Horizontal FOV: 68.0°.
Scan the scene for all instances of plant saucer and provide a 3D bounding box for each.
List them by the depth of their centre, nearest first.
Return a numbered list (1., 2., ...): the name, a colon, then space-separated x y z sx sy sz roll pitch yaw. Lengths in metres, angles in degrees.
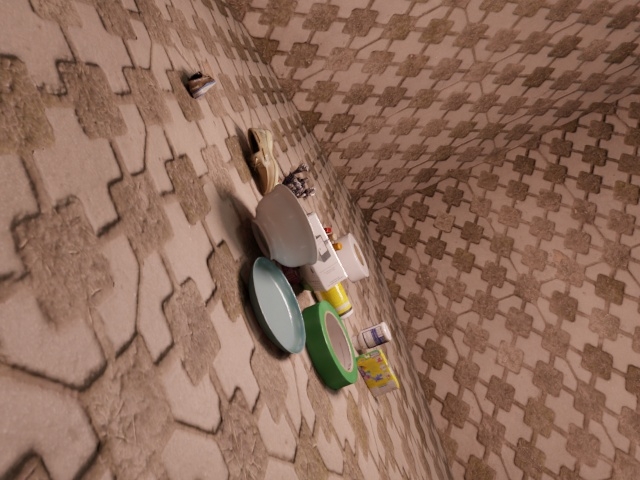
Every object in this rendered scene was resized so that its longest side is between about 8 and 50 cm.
1. plant saucer: -0.139 0.203 1.462 0.318 0.043 0.318 60 14 -26

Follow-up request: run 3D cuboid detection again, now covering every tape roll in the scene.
1. tape roll: 0.037 0.385 1.761 0.321 0.077 0.321 59 15 -26
2. tape roll: 0.185 0.102 2.818 0.286 0.100 0.286 59 15 -26

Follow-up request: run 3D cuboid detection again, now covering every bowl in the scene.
1. bowl: -0.138 -0.027 1.562 0.298 0.134 0.298 52 -23 33

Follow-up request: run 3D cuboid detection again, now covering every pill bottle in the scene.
1. pill bottle: 0.043 0.227 1.971 0.209 0.119 0.119 65 13 -4
2. pill bottle: 0.238 0.455 2.225 0.094 0.169 0.094 59 15 -27

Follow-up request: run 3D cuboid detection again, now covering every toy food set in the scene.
1. toy food set: 0.000 0.000 2.344 0.232 0.104 0.111 7 71 -54

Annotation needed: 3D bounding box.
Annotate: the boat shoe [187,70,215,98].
1. boat shoe: -0.419 -0.559 1.669 0.066 0.066 0.183 58 15 -26

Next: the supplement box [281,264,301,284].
1. supplement box: -0.108 0.114 1.744 0.055 0.043 0.083 41 26 -63

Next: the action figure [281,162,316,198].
1. action figure: -0.097 -0.273 2.286 0.164 0.140 0.276 62 16 -9

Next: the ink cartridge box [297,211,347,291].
1. ink cartridge box: -0.041 0.046 1.785 0.273 0.114 0.198 63 -24 -8

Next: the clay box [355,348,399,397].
1. clay box: 0.250 0.586 2.132 0.222 0.127 0.053 63 12 -13

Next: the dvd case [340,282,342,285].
1. dvd case: 0.065 0.190 2.358 0.221 0.018 0.164 69 14 13

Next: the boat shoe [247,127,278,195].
1. boat shoe: -0.240 -0.316 1.907 0.098 0.109 0.302 4 69 -34
